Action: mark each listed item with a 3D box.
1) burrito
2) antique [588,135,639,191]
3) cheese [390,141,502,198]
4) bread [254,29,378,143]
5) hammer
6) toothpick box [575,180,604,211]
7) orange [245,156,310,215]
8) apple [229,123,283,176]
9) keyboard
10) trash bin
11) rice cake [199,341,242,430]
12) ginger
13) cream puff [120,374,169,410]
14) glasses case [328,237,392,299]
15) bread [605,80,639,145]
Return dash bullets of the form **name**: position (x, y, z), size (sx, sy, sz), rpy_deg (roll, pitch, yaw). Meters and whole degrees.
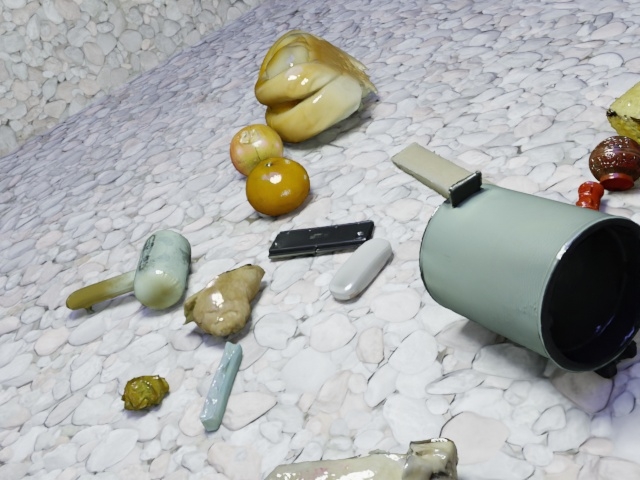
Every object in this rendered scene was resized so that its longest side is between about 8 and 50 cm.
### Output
- **burrito**: position (0.015, 0.349, 0.893), size (0.348, 0.107, 0.175), rpy_deg (-15, 18, 8)
- **antique**: position (0.548, -0.146, 1.289), size (0.104, 0.104, 0.104), rpy_deg (-16, 33, 11)
- **cheese**: position (0.277, -0.131, 1.492), size (0.085, 0.034, 0.400), rpy_deg (-29, 33, -10)
- **bread**: position (-0.022, -0.445, 1.935), size (0.329, 0.245, 0.424), rpy_deg (-16, 30, 10)
- **hammer**: position (-0.432, 0.096, 1.537), size (0.306, 0.113, 0.201), rpy_deg (-21, 29, 12)
- **toothpick box**: position (0.485, -0.066, 1.258), size (0.047, 0.047, 0.083), rpy_deg (-2, 38, 29)
- **orange**: position (-0.102, -0.131, 1.639), size (0.156, 0.124, 0.156), rpy_deg (-19, 32, 13)
- **apple**: position (-0.169, -0.238, 1.819), size (0.147, 0.146, 0.146), rpy_deg (-16, 33, 11)
- **keyboard**: position (0.000, 0.000, 1.478), size (0.230, 0.025, 0.093), rpy_deg (-7, 34, 23)
- **trash bin**: position (0.308, 0.043, 1.021), size (0.217, 0.277, 0.263), rpy_deg (-33, 26, -18)
- **rice cake**: position (-0.171, 0.246, 1.207), size (0.031, 0.042, 0.180), rpy_deg (-8, 36, 17)
- **ginger**: position (-0.162, 0.118, 1.358), size (0.193, 0.115, 0.123), rpy_deg (-33, 55, -30)
- **cream puff**: position (-0.317, 0.267, 1.249), size (0.083, 0.058, 0.083), rpy_deg (-1, 36, 33)
- **glasses case**: position (0.078, 0.053, 1.337), size (0.063, 0.041, 0.164), rpy_deg (8, 44, 41)
- **bread**: position (0.668, -0.211, 1.277), size (0.160, 0.147, 0.261), rpy_deg (-39, 28, -8)
